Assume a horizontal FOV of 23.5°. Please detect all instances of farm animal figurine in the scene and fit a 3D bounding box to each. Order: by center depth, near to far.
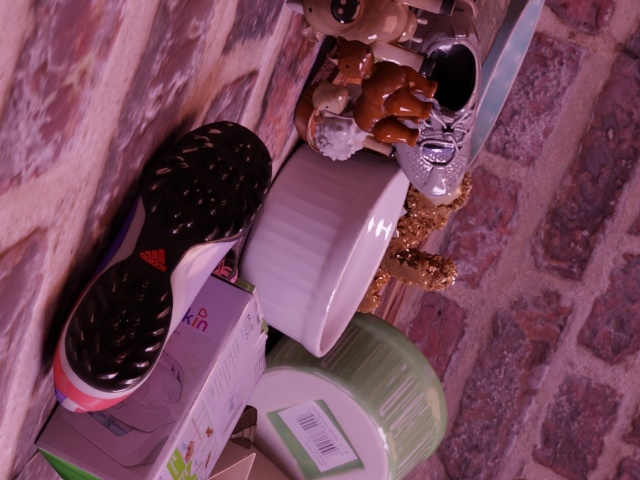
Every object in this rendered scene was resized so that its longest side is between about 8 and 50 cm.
[{"bbox_3d":[0.058,-0.266,1.621,0.327,0.172,0.330,133,-25,-82],"label":"farm animal figurine"}]

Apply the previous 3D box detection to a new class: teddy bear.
[{"bbox_3d":[0.106,-0.044,2.178,0.113,0.245,0.338,-41,151,-41],"label":"teddy bear"}]

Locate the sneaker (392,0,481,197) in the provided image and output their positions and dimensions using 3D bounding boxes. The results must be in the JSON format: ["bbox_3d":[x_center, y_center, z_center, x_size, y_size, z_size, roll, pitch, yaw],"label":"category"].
[{"bbox_3d":[0.137,-0.160,1.835,0.115,0.105,0.281,-96,-177,-53],"label":"sneaker"}]

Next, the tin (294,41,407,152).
[{"bbox_3d":[0.040,-0.192,1.860,0.106,0.040,0.190,21,108,-49],"label":"tin"}]

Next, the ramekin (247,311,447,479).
[{"bbox_3d":[0.025,0.261,2.326,0.148,0.303,0.303,-44,158,-45],"label":"ramekin"}]

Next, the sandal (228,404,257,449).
[{"bbox_3d":[-0.153,0.270,2.099,0.219,0.060,0.090,-16,125,-59],"label":"sandal"}]

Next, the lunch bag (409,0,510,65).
[{"bbox_3d":[0.157,-0.298,2.009,0.287,0.169,0.235,-48,159,-47],"label":"lunch bag"}]

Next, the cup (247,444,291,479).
[{"bbox_3d":[-0.112,0.473,2.263,0.331,0.237,0.331,-62,170,-19],"label":"cup"}]

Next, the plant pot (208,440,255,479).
[{"bbox_3d":[-0.163,0.301,1.937,0.109,0.096,0.109,-23,138,-54],"label":"plant pot"}]

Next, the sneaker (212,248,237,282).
[{"bbox_3d":[-0.122,0.027,1.700,0.119,0.047,0.057,-51,151,-59],"label":"sneaker"}]

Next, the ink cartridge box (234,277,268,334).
[{"bbox_3d":[-0.120,0.115,1.853,0.109,0.062,0.209,-63,170,-14],"label":"ink cartridge box"}]

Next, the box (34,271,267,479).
[{"bbox_3d":[-0.160,0.167,1.578,0.262,0.127,0.231,86,29,-70],"label":"box"}]

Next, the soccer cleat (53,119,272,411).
[{"bbox_3d":[-0.150,0.020,1.410,0.318,0.108,0.116,-61,-170,-32],"label":"soccer cleat"}]

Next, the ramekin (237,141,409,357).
[{"bbox_3d":[0.000,0.000,1.997,0.277,0.135,0.277,-61,169,-21],"label":"ramekin"}]

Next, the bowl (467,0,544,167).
[{"bbox_3d":[0.210,-0.281,2.342,0.311,0.163,0.311,-62,171,-18],"label":"bowl"}]
